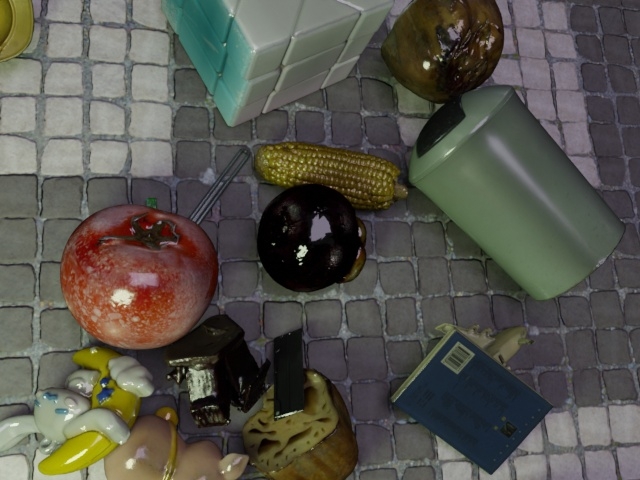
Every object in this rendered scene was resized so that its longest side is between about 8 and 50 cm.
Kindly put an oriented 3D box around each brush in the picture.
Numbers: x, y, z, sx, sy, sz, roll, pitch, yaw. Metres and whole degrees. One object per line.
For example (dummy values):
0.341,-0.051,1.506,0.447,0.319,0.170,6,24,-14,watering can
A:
-0.218,-0.087,1.449,0.062,0.027,0.266,34,68,-5,brush

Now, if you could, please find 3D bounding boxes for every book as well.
0.296,0.316,1.417,0.269,0.025,0.191,37,98,-13,book

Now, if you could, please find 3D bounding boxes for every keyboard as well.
-0.060,0.242,1.336,0.063,0.010,0.198,-22,36,14,keyboard

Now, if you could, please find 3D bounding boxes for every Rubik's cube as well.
-0.099,-0.469,1.439,0.318,0.316,0.322,-27,85,-21,Rubik's cube

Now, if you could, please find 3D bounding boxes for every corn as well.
0.024,-0.132,1.488,0.321,0.119,0.119,9,72,-8,corn

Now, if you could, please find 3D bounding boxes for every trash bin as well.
0.388,-0.111,1.503,0.432,0.280,0.280,46,68,-3,trash bin

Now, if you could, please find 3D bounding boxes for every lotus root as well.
0.278,-0.407,1.540,0.272,0.272,0.192,-12,54,-19,lotus root
-0.020,0.361,1.323,0.188,0.199,0.180,-31,128,7,lotus root

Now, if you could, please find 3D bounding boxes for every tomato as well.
-0.317,0.068,1.268,0.270,0.227,0.270,14,34,-10,tomato

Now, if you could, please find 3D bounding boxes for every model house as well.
-0.184,0.242,1.295,0.203,0.141,0.164,-30,116,-54,model house

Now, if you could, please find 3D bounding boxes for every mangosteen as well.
0.000,0.000,1.411,0.250,0.211,0.211,12,69,-46,mangosteen

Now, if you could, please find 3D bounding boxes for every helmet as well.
-0.678,-0.427,1.355,0.257,0.140,0.205,-4,109,-27,helmet

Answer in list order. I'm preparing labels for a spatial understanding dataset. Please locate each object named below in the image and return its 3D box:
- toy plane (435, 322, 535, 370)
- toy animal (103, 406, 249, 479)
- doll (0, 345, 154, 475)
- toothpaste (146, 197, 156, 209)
0.334,0.250,1.480,0.256,0.104,0.242,-31,100,-15,toy plane
-0.263,0.386,1.246,0.248,0.149,0.165,26,85,5,toy animal
-0.405,0.281,1.214,0.252,0.111,0.237,12,56,32,doll
-0.327,-0.041,1.411,0.020,0.017,0.083,-2,75,-14,toothpaste
